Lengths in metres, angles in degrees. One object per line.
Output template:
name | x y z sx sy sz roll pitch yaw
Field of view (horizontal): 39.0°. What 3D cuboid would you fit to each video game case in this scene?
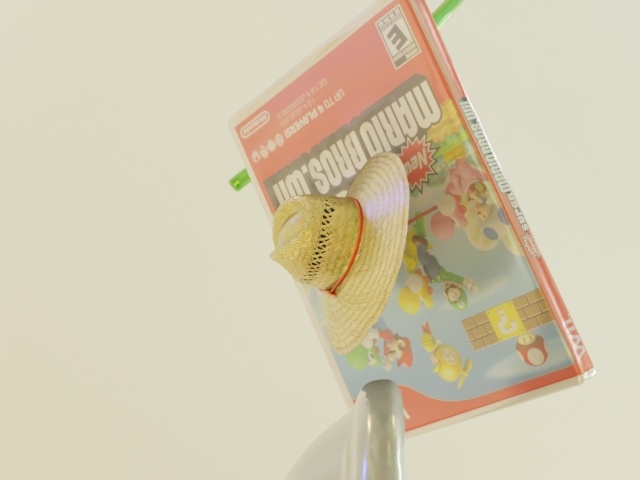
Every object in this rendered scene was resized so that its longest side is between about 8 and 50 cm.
video game case | 0.050 -0.006 0.649 0.025 0.204 0.285 -16 -100 -47

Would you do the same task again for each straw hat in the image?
straw hat | 0.000 0.000 0.578 0.061 0.144 0.144 12 -132 -16

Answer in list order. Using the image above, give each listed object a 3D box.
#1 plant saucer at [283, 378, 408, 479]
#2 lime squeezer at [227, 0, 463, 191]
plant saucer | 0.001 0.269 0.423 0.101 0.400 0.400 -3 -131 4
lime squeezer | 0.047 -0.141 0.817 0.310 0.110 0.059 -42 -92 -5
